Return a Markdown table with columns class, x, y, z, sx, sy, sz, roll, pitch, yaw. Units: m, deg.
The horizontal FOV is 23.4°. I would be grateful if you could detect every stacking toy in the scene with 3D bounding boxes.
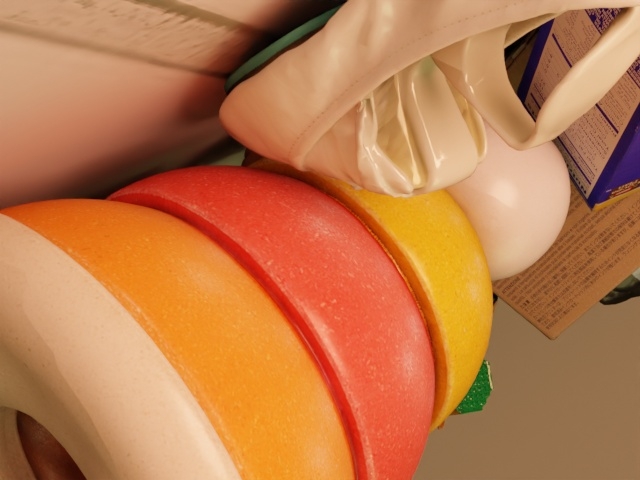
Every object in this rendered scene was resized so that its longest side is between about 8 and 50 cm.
| class | x | y | z | sx | sy | sz | roll | pitch | yaw |
| --- | --- | --- | --- | --- | --- | --- | --- | --- | --- |
| stacking toy | -0.010 | 0.054 | 1.000 | 0.480 | 0.351 | 0.350 | -32 | 180 | -35 |

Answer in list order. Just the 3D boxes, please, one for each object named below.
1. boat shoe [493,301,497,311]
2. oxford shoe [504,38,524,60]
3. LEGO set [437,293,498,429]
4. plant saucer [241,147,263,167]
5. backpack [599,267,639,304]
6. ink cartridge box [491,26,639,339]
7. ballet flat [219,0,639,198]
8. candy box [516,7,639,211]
| class | x | y | z | sx | sy | sz | roll | pitch | yaw |
| --- | --- | --- | --- | --- | --- | --- | --- | --- | --- |
| boat shoe | 0.047 | 0.017 | 1.560 | 0.342 | 0.123 | 0.123 | 8 | 131 | -24 |
| oxford shoe | 0.261 | -0.155 | 1.288 | 0.130 | 0.123 | 0.348 | -10 | 163 | -48 |
| LEGO set | -0.022 | 0.076 | 1.380 | 0.331 | 0.255 | 0.192 | -15 | 179 | -36 |
| plant saucer | 0.029 | -0.099 | 1.127 | 0.200 | 0.037 | 0.200 | -25 | 175 | -2 |
| backpack | 0.403 | -0.117 | 1.582 | 0.273 | 0.290 | 0.355 | 25 | 124 | -28 |
| ink cartridge box | 0.195 | -0.053 | 1.272 | 0.088 | 0.193 | 0.235 | -50 | -179 | -42 |
| ballet flat | 0.061 | -0.093 | 0.802 | 0.139 | 0.139 | 0.400 | -23 | 175 | -31 |
| candy box | 0.289 | -0.164 | 1.008 | 0.268 | 0.122 | 0.317 | -25 | 165 | -8 |
